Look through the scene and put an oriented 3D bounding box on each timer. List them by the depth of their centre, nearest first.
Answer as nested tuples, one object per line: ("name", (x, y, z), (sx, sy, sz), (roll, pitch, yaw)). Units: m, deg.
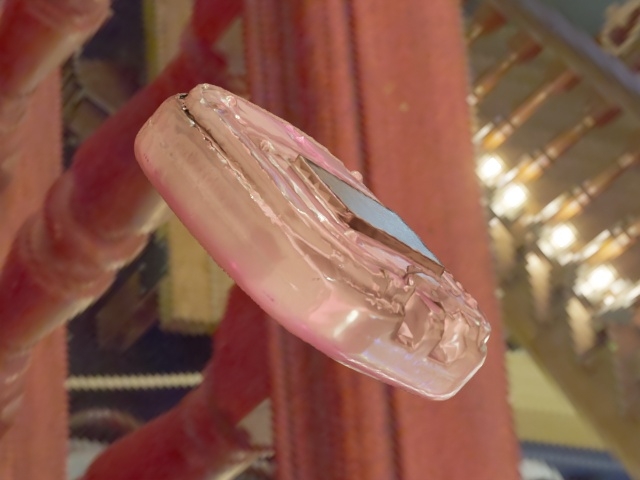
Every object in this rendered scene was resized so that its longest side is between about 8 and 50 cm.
("timer", (0.000, 0.000, 1.052), (0.191, 0.069, 0.208), (48, 11, 34))
